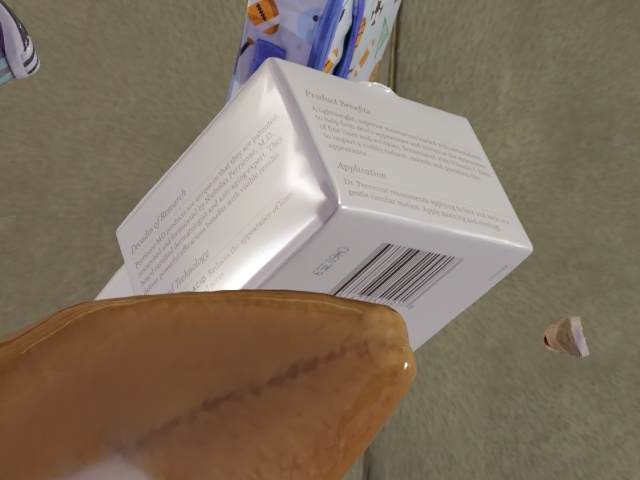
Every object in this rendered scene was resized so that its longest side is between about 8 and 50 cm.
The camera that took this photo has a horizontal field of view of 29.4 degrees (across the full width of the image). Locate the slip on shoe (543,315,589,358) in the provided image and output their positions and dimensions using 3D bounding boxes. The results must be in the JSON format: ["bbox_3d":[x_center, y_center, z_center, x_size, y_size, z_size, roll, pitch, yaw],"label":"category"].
[{"bbox_3d":[0.292,0.116,1.462,0.041,0.135,0.051,-14,89,4],"label":"slip on shoe"}]

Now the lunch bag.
[{"bbox_3d":[-0.013,-0.164,1.183,0.115,0.243,0.303,22,131,8],"label":"lunch bag"}]

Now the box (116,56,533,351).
[{"bbox_3d":[0.000,0.000,0.782,0.182,0.181,0.119,-44,53,32],"label":"box"}]

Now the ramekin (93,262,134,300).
[{"bbox_3d":[-0.133,0.134,1.302,0.277,0.277,0.135,34,89,0],"label":"ramekin"}]

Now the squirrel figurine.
[{"bbox_3d":[-0.175,0.193,0.593,0.397,0.370,0.281,5,73,-12],"label":"squirrel figurine"}]

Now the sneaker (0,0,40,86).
[{"bbox_3d":[-0.344,-0.211,1.079,0.098,0.083,0.224,-35,64,-13],"label":"sneaker"}]
